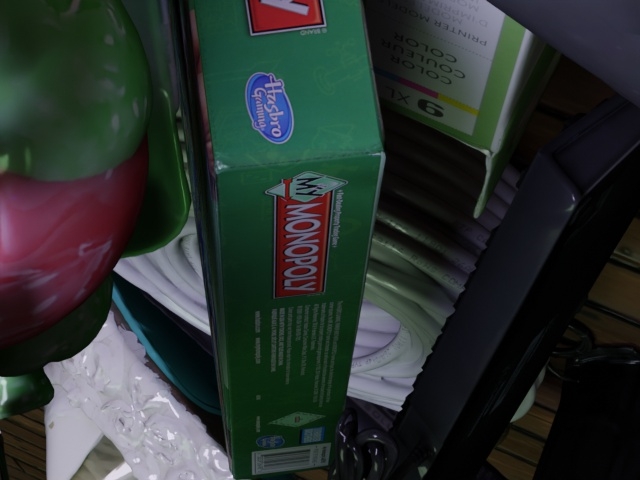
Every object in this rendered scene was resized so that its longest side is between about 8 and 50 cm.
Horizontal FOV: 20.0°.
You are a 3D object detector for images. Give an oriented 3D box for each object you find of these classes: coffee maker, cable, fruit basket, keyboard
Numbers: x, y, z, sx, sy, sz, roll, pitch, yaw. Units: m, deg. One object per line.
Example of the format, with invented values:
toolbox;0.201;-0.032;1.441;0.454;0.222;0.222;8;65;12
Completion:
coffee maker;0.145;0.157;0.971;0.171;0.178;0.120;26;159;2
cable;0.000;0.000;0.898;0.257;0.089;0.257;11;155;33
fruit basket;-0.096;-0.049;0.502;0.353;0.165;0.327;-126;26;-54
keyboard;0.046;0.065;0.718;0.033;0.201;0.317;38;140;14

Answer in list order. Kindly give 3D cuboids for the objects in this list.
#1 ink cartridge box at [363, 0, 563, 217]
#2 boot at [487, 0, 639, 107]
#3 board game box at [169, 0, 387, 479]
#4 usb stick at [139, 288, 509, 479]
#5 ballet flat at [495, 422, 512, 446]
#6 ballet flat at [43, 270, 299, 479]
ink cartridge box;0.053;-0.100;0.549;0.062;0.109;0.209;24;160;8
boot;0.150;0.004;0.439;0.445;0.146;0.367;29;130;-35
board game box;-0.025;-0.060;0.614;0.046;0.213;0.317;-6;160;-4
usb stick;0.013;0.092;1.039;0.278;0.077;0.045;42;127;5
ballet flat;0.024;0.112;1.126;0.206;0.073;0.067;0;159;25
ballet flat;-0.080;0.146;1.038;0.409;0.147;0.147;50;171;27
